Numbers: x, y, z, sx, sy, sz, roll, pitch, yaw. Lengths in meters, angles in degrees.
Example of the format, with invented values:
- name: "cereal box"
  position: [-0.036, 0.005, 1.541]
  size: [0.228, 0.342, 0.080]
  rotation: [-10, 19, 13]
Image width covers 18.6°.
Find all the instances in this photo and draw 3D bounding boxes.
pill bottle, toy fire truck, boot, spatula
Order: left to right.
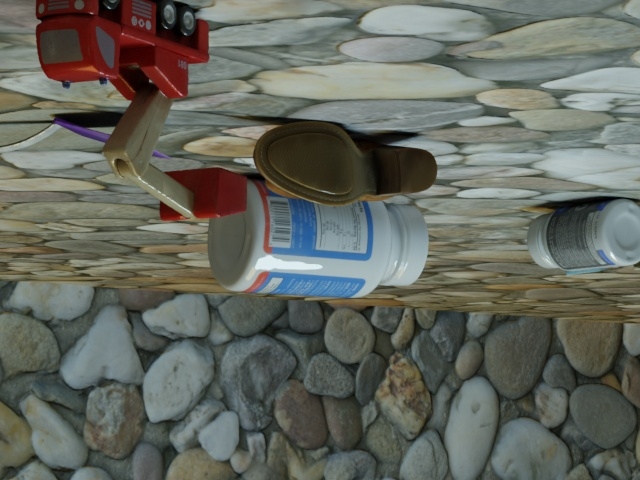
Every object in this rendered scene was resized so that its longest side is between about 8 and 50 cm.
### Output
- name: "spatula"
  position: [-0.283, -0.089, 1.748]
  size: [0.296, 0.030, 0.084]
  rotation: [0, 173, 15]
- name: "toy fire truck"
  position: [-0.114, -0.087, 1.260]
  size: [0.047, 0.135, 0.192]
  rotation: [-3, 173, 29]
- name: "boot"
  position: [-0.010, -0.063, 1.794]
  size: [0.197, 0.073, 0.152]
  rotation: [8, 175, -35]
- name: "pill bottle"
  position: [0.000, 0.000, 2.116]
  size: [0.221, 0.124, 0.124]
  rotation: [5, 173, -29]
- name: "pill bottle"
  position: [0.307, -0.004, 2.257]
  size: [0.078, 0.078, 0.137]
  rotation: [5, 172, -36]

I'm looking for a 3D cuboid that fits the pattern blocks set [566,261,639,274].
- name: "pattern blocks set"
  position: [0.471, 0.009, 2.320]
  size: [0.325, 0.026, 0.285]
  rotation: [-6, -177, 43]
